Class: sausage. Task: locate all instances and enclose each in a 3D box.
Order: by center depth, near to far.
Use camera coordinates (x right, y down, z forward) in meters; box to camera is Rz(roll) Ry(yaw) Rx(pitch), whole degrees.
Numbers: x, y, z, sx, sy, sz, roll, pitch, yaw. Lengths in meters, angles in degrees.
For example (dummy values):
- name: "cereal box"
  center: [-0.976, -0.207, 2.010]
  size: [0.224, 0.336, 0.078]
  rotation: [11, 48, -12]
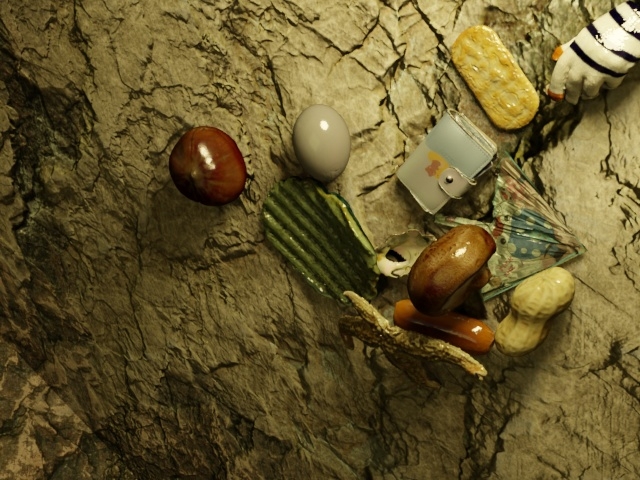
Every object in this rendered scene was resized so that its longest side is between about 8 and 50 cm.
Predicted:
- name: "sausage"
  center: [0.319, 0.226, 1.646]
  size: [0.274, 0.105, 0.105]
  rotation: [16, 119, 25]

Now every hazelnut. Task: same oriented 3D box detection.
- name: "hazelnut"
  center: [-0.313, -0.199, 1.751]
  size: [0.229, 0.229, 0.229]
  rotation: [13, 118, 25]

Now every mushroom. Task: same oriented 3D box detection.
- name: "mushroom"
  center: [0.308, 0.072, 1.480]
  size: [0.153, 0.253, 0.253]
  rotation: [43, 128, 23]

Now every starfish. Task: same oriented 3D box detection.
- name: "starfish"
  center: [0.219, 0.297, 1.673]
  size: [0.432, 0.082, 0.324]
  rotation: [27, 151, 19]

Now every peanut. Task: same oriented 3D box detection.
- name: "peanut"
  center: [0.501, 0.177, 1.501]
  size: [0.125, 0.111, 0.274]
  rotation: [12, 122, -14]

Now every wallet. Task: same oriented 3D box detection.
- name: "wallet"
  center: [0.297, -0.181, 1.490]
  size: [0.170, 0.069, 0.231]
  rotation: [49, 133, 8]

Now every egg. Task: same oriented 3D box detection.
- name: "egg"
  center: [0.004, -0.243, 1.581]
  size: [0.146, 0.146, 0.199]
  rotation: [8, 123, 27]

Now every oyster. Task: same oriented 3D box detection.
- name: "oyster"
  center: [0.216, 0.031, 1.636]
  size: [0.133, 0.072, 0.209]
  rotation: [40, 125, -10]

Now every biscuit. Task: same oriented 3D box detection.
- name: "biscuit"
  center: [0.381, -0.354, 1.380]
  size: [0.118, 0.029, 0.247]
  rotation: [-34, 93, 37]

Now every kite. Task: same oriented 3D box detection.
- name: "kite"
  center: [0.447, -0.022, 1.508]
  size: [0.368, 0.014, 0.406]
  rotation: [14, 120, 25]

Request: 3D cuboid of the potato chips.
- name: "potato chips"
  center: [0.000, 0.000, 1.712]
  size: [0.429, 0.070, 0.358]
  rotation: [49, 144, 12]

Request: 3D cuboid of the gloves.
- name: "gloves"
  center: [0.538, -0.353, 1.230]
  size: [0.218, 0.131, 0.140]
  rotation: [-42, 86, 28]
